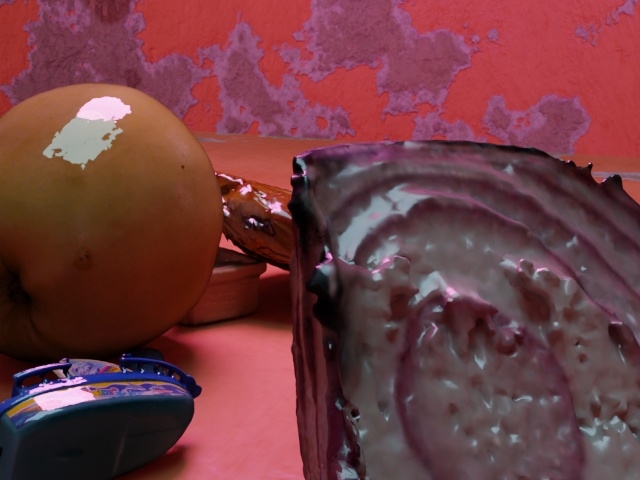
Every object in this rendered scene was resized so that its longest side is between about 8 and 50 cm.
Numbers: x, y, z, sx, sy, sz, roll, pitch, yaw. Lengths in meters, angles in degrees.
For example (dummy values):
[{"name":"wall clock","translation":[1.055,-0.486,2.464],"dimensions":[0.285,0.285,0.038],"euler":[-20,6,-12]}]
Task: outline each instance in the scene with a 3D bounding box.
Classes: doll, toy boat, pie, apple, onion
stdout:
[{"name":"doll","translation":[-0.144,0.118,0.832],"dimensions":[0.037,0.027,0.125],"euler":[-2,15,-12]},{"name":"toy boat","translation":[-0.155,0.041,1.108],"dimensions":[0.116,0.061,0.188],"euler":[-10,17,-40]},{"name":"pie","translation":[0.000,-0.001,1.144],"dimensions":[0.308,0.085,0.308],"euler":[14,-4,1]},{"name":"apple","translation":[-0.217,-0.008,0.913],"dimensions":[0.262,0.262,0.262],"euler":[2,12,0]},{"name":"onion","translation":[0.110,0.102,0.546],"dimensions":[0.280,0.146,0.314],"euler":[4,54,-20]},{"name":"toy boat","translation":[-0.159,0.110,0.700],"dimensions":[0.175,0.091,0.110],"euler":[-3,29,-43]}]
